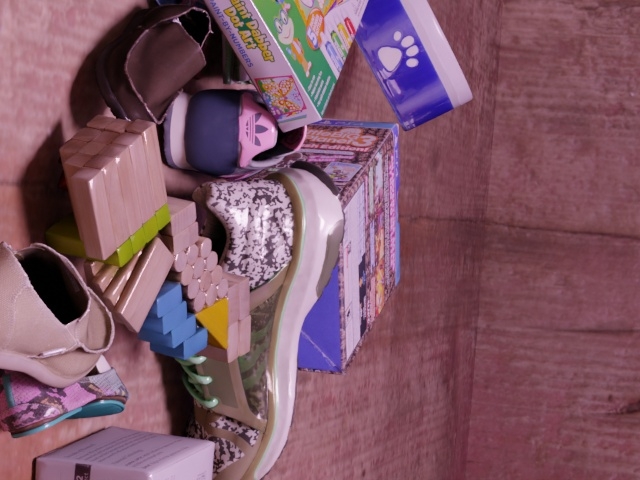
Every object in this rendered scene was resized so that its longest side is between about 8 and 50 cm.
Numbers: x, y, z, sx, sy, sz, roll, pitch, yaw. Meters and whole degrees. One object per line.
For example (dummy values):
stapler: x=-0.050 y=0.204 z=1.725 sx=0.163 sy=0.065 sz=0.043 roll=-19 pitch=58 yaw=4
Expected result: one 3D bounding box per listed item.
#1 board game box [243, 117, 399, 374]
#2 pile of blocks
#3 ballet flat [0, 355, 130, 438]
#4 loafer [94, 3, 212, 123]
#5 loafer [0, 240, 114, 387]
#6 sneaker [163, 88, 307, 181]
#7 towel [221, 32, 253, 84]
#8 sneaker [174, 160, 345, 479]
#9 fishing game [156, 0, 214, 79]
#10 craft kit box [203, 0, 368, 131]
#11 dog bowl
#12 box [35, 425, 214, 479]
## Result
board game box: x=0.000 y=0.000 z=2.260 sx=0.291 sy=0.141 sz=0.232 roll=-54 pitch=146 yaw=-62
pile of blocks: x=-0.183 y=0.022 z=1.692 sx=0.149 sy=0.112 sz=0.362 roll=-64 pitch=149 yaw=-25
ballet flat: x=-0.233 y=0.129 z=1.606 sx=0.221 sy=0.077 sz=0.079 roll=1 pitch=74 yaw=-74
loafer: x=-0.155 y=-0.176 z=1.703 sx=0.080 sy=0.078 sz=0.220 roll=58 pitch=23 yaw=-27
loafer: x=-0.229 y=0.058 z=1.477 sx=0.102 sy=0.092 sz=0.268 roll=56 pitch=11 yaw=12
sneaker: x=-0.068 y=-0.116 z=1.995 sx=0.319 sy=0.131 sz=0.112 roll=-21 pitch=113 yaw=-73
towel: x=-0.061 y=-0.302 z=2.087 sx=0.325 sy=0.038 sz=0.248 roll=-26 pitch=115 yaw=-76
sneaker: x=-0.120 y=0.101 z=1.943 sx=0.182 sy=0.158 sz=0.410 roll=7 pitch=104 yaw=-33
fishing game: x=-0.134 y=-0.295 z=1.872 sx=0.264 sy=0.041 sz=0.189 roll=71 pitch=28 yaw=-62
craft kit box: x=-0.047 y=-0.284 z=1.870 sx=0.247 sy=0.061 sz=0.250 roll=55 pitch=33 yaw=-28
dog bowl: x=0.097 y=-0.282 z=2.364 sx=0.265 sy=0.104 sz=0.265 roll=62 pitch=4 yaw=-8
box: x=-0.189 y=0.286 z=1.703 sx=0.182 sy=0.119 sz=0.181 roll=-13 pitch=108 yaw=-73
